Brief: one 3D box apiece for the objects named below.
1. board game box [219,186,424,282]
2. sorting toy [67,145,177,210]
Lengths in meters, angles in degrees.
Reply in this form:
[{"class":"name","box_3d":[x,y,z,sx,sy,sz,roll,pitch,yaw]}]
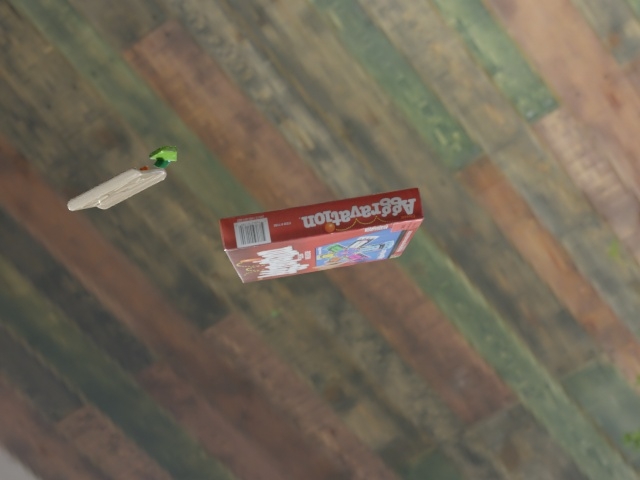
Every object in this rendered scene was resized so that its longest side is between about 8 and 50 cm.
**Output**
[{"class":"board game box","box_3d":[0.000,0.000,1.173,0.281,0.145,0.027,90,171,-84]},{"class":"sorting toy","box_3d":[-0.128,-0.043,1.008,0.012,0.083,0.062,64,-168,5]}]
